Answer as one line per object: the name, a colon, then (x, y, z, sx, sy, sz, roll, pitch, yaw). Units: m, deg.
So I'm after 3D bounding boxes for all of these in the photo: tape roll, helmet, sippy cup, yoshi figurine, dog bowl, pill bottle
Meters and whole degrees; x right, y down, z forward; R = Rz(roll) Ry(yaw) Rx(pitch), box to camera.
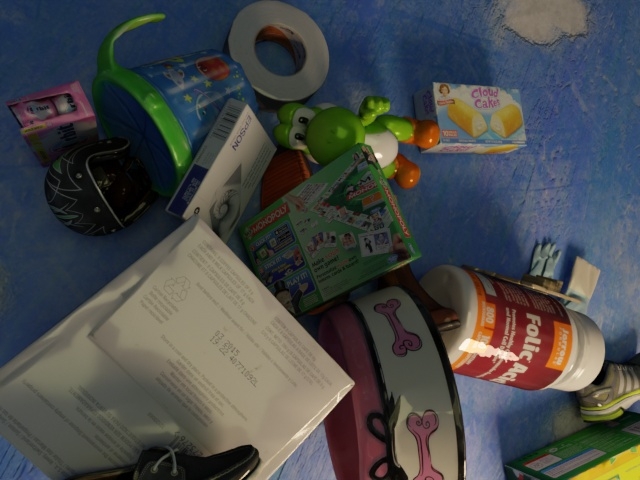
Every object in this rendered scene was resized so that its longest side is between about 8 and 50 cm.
tape roll: (-0.094, -0.389, 1.022, 0.219, 0.072, 0.219, 3, 83, -22)
helmet: (-0.380, -0.087, 0.819, 0.169, 0.169, 0.161, 49, 52, -10)
sippy cup: (-0.245, -0.231, 0.875, 0.240, 0.305, 0.224, 39, 56, 18)
yoshi figurine: (0.087, -0.188, 0.957, 0.362, 0.203, 0.203, 2, 73, -36)
dog bowl: (0.096, 0.287, 0.855, 0.150, 0.408, 0.408, -4, 85, -10)
pill bottle: (0.410, 0.207, 1.068, 0.392, 0.224, 0.224, 17, 78, -18)

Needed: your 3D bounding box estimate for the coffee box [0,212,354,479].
coffee box: (-0.225, 0.202, 0.757, 0.338, 0.334, 0.337, -44, 100, -17)

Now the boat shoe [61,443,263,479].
boat shoe: (-0.180, 0.275, 0.544, 0.233, 0.084, 0.079, -11, 91, -17)

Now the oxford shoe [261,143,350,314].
oxford shoe: (-0.026, -0.030, 1.002, 0.133, 0.130, 0.363, 1, 75, -54)

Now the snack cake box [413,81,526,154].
snack cake box: (0.370, -0.297, 1.185, 0.264, 0.089, 0.152, -4, 86, -22)

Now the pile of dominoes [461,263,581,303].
pile of dominoes: (0.453, 0.082, 1.083, 0.251, 0.196, 0.040, 17, 91, -39)

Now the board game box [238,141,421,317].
board game box: (0.000, 0.000, 0.868, 0.046, 0.317, 0.213, -3, 67, -54)

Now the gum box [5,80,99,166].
gum box: (-0.437, -0.190, 0.800, 0.107, 0.188, 0.062, -27, 94, -23)

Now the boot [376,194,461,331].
boot: (0.177, 0.047, 0.976, 0.096, 0.264, 0.280, -7, 88, -13)

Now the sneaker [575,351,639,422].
sneaker: (0.788, 0.359, 1.266, 0.300, 0.111, 0.121, -24, 89, -24)

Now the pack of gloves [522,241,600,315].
pack of gloves: (0.616, 0.131, 1.268, 0.195, 0.046, 0.232, 31, 70, -4)

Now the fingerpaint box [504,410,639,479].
fingerpaint box: (0.702, 0.672, 1.163, 0.445, 0.163, 0.371, -11, 87, -22)

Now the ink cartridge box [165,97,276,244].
ink cartridge box: (-0.158, -0.103, 0.872, 0.045, 0.224, 0.223, 23, 80, 18)
